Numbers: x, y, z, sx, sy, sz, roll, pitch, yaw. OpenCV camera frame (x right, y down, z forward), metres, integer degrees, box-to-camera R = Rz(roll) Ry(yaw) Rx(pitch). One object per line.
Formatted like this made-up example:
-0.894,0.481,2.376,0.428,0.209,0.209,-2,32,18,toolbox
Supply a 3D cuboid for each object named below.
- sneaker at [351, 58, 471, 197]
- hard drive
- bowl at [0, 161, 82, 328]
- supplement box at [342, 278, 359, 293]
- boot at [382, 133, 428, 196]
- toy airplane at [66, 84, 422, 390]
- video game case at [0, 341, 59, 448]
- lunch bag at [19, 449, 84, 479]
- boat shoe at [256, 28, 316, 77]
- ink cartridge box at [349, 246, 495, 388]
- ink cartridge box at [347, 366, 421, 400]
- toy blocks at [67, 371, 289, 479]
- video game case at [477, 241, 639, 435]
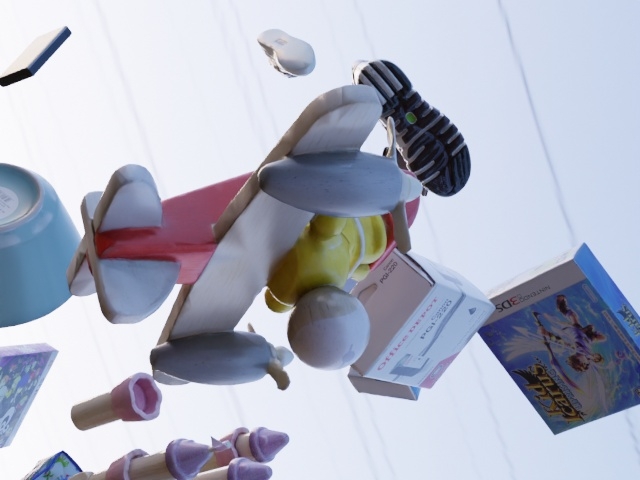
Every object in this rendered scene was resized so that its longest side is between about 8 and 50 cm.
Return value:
0.146,-0.206,1.939,0.281,0.106,0.162,53,0,-24,sneaker
-0.519,-0.334,2.073,0.094,0.135,0.022,-10,-53,38,hard drive
-0.553,-0.018,1.927,0.311,0.312,0.163,46,-36,35,bowl
0.000,0.000,2.114,0.239,0.130,0.073,49,-49,27,supplement box
0.151,-0.137,2.005,0.042,0.087,0.118,-147,-121,-77,boot
-0.060,0.022,1.176,0.272,0.384,0.386,54,1,17,toy airplane
-0.576,0.284,2.036,0.042,0.232,0.210,28,-87,12,video game case
-0.422,0.433,1.885,0.151,0.096,0.129,48,-31,-8,lunch bag
-0.063,-0.383,2.408,0.219,0.078,0.070,48,-15,53,boat shoe
0.121,0.106,1.523,0.092,0.218,0.158,43,-79,31,ink cartridge box
0.154,0.225,2.365,0.140,0.190,0.082,5,-35,26,ink cartridge box
-0.154,0.351,1.496,0.260,0.288,0.308,-20,-128,28,toy blocks
0.400,0.165,1.836,0.269,0.061,0.244,53,-45,-5,video game case
